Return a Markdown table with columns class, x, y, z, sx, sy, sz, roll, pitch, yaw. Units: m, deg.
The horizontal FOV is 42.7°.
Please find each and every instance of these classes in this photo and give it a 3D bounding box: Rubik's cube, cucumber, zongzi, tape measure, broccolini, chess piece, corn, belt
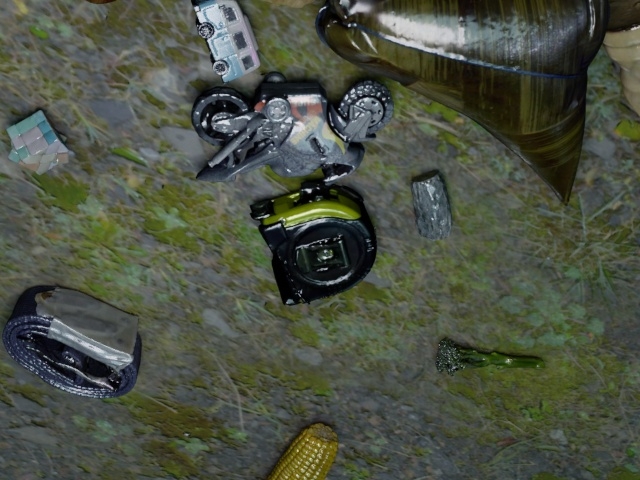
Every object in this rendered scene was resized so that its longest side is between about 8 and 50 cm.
| class | x | y | z | sx | sy | sz | roll | pitch | yaw |
| --- | --- | --- | --- | --- | --- | --- | --- | --- | --- |
| Rubik's cube | -0.422 | -0.142 | 1.222 | 0.084 | 0.075 | 0.073 | -17 | 164 | 2 |
| cucumber | 0.182 | -0.059 | 1.343 | 0.064 | 0.064 | 0.112 | -14 | 119 | 1 |
| zongzi | 0.205 | -0.213 | 1.190 | 0.403 | 0.208 | 0.432 | -8 | 123 | -3 |
| tape measure | 0.000 | 0.000 | 1.328 | 0.186 | 0.112 | 0.199 | -19 | 120 | 1 |
| broccolini | 0.320 | 0.222 | 1.514 | 0.216 | 0.067 | 0.058 | 7 | 155 | -11 |
| chess piece | 0.520 | -0.236 | 1.241 | 0.137 | 0.137 | 0.301 | -28 | 121 | 8 |
| corn | -0.060 | 0.482 | 1.586 | 0.106 | 0.106 | 0.305 | 23 | 108 | -18 |
| belt | -0.408 | 0.175 | 1.361 | 0.230 | 0.126 | 0.139 | 31 | 112 | -20 |

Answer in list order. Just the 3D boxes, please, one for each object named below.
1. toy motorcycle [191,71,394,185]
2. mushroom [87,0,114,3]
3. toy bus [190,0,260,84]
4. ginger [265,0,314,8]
| class | x | y | z | sx | sy | sz | roll | pitch | yaw |
| --- | --- | --- | --- | --- | --- | --- | --- | --- | --- |
| toy motorcycle | -0.042 | -0.159 | 1.241 | 0.307 | 0.108 | 0.173 | -3 | 124 | -3 |
| mushroom | -0.305 | -0.381 | 1.096 | 0.127 | 0.087 | 0.127 | -3 | 122 | -4 |
| toy bus | -0.135 | -0.297 | 1.178 | 0.075 | 0.060 | 0.123 | -21 | 121 | -1 |
| ginger | -0.095 | -0.428 | 1.077 | 0.276 | 0.130 | 0.221 | 1 | 109 | -14 |
